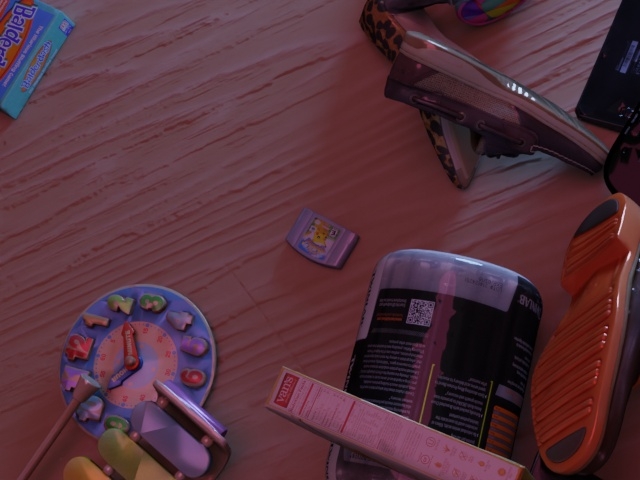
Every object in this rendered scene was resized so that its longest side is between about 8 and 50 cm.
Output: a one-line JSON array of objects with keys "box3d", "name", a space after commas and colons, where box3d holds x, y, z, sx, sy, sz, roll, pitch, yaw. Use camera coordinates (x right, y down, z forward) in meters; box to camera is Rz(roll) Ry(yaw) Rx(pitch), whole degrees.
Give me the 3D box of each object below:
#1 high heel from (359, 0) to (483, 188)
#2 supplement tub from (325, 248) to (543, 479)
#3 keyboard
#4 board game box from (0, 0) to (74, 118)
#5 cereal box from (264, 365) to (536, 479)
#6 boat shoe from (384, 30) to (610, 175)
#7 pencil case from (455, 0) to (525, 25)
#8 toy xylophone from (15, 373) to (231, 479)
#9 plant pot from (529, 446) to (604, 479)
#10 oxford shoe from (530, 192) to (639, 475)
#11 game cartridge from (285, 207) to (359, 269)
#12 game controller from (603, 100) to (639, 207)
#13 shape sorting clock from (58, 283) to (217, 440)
[{"box3d": [0.123, -0.192, 1.597, 0.186, 0.093, 0.261, 0, 97, 55], "name": "high heel"}, {"box3d": [0.118, 0.183, 1.387, 0.194, 0.193, 0.316, 10, 75, 20], "name": "supplement tub"}, {"box3d": [0.385, -0.211, 1.532, 0.108, 0.023, 0.180, 19, 80, 28], "name": "keyboard"}, {"box3d": [-0.473, -0.283, 1.804, 0.210, 0.047, 0.160, 26, 81, 22], "name": "board game box"}, {"box3d": [0.082, 0.194, 1.196, 0.240, 0.173, 0.047, 20, 80, 21], "name": "cereal box"}, {"box3d": [0.201, -0.141, 1.476, 0.285, 0.103, 0.092, 26, 105, -18], "name": "boat shoe"}, {"box3d": [0.178, -0.386, 1.612, 0.104, 0.104, 0.236, -24, 68, 8], "name": "pencil case"}, {"box3d": [-0.256, 0.300, 1.506, 0.236, 0.081, 0.322, 30, 88, 16], "name": "toy xylophone"}, {"box3d": [0.266, 0.333, 1.306, 0.167, 0.188, 0.187, 19, 78, 13], "name": "plant pot"}, {"box3d": [0.314, 0.105, 1.319, 0.133, 0.130, 0.363, 35, 48, -12], "name": "oxford shoe"}, {"box3d": [0.000, 0.000, 1.583, 0.083, 0.017, 0.056, 27, 86, 23], "name": "game cartridge"}, {"box3d": [0.458, -0.154, 1.456, 0.166, 0.067, 0.319, 32, 83, 9], "name": "game controller"}, {"box3d": [-0.228, 0.153, 1.587, 0.206, 0.040, 0.206, -5, 71, 16], "name": "shape sorting clock"}]
